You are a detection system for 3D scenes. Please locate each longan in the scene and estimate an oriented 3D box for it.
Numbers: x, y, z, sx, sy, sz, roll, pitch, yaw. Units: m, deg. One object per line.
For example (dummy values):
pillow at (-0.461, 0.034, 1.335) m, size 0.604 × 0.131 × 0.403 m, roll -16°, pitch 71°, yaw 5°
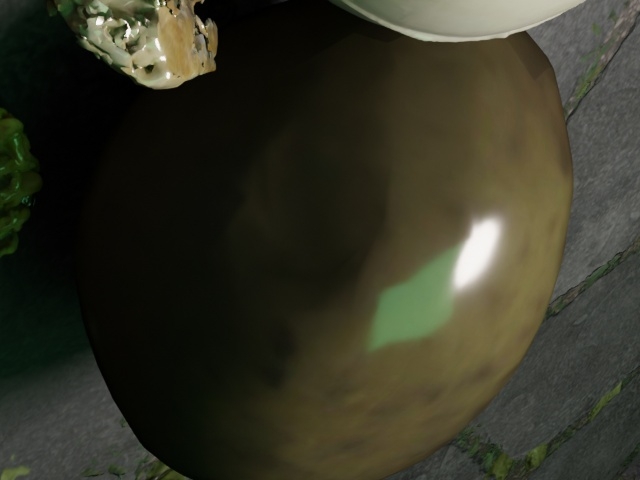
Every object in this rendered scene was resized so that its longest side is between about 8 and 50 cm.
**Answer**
longan at (0.000, 0.000, 1.010) m, size 0.404 × 0.336 × 0.404 m, roll -45°, pitch 172°, yaw -8°

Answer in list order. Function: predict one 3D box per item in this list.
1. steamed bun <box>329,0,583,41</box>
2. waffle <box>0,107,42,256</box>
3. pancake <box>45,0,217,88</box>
steamed bun at (0.097, -0.298, 0.812) m, size 0.374 × 0.334 × 0.334 m, roll -50°, pitch 153°, yaw -22°
waffle at (-0.267, -0.015, 0.941) m, size 0.149 × 0.051 × 0.194 m, roll 4°, pitch 127°, yaw -54°
pancake at (-0.116, -0.240, 0.582) m, size 0.071 × 0.382 × 0.382 m, roll -16°, pitch 149°, yaw 5°
